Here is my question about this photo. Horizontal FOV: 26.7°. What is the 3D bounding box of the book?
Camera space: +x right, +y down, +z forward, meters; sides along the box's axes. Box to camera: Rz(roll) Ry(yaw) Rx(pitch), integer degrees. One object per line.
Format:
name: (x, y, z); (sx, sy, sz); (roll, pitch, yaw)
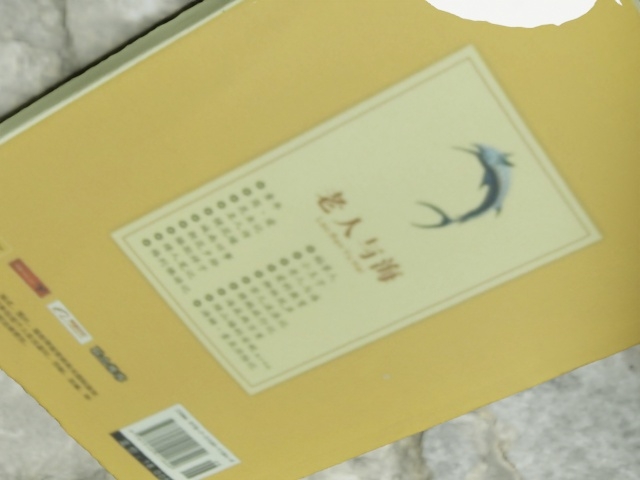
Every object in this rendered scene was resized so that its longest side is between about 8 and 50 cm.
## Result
book: (0.000, 0.000, 0.663); (0.389, 0.032, 0.269); (-25, 120, 23)
